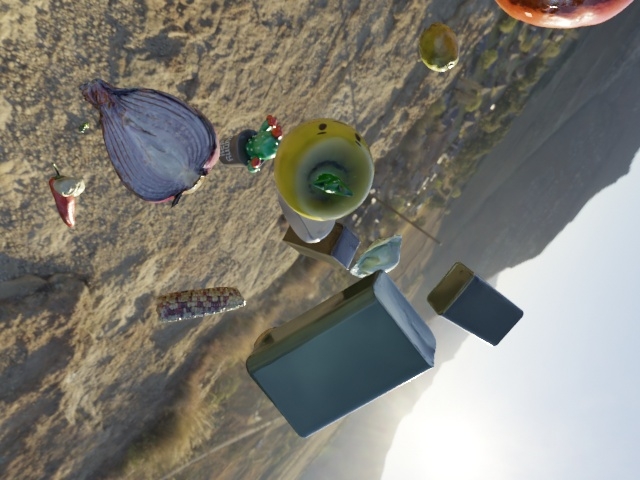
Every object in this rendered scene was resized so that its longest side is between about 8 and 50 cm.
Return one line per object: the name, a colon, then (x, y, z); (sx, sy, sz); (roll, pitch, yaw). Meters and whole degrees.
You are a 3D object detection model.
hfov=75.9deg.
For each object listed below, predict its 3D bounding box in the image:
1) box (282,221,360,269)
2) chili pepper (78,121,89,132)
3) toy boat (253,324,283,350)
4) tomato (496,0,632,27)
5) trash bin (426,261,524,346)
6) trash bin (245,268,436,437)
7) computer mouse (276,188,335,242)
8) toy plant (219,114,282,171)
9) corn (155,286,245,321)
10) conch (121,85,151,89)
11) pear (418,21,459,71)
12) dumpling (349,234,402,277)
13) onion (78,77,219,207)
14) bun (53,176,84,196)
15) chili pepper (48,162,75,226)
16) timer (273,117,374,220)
box: (0.001, -0.002, 1.722); (0.184, 0.274, 0.143); (42, 70, -54)
chili pepper: (-0.787, -0.379, 1.368); (0.027, 0.083, 0.022); (-34, 119, 8)
toy boat: (-0.153, 0.364, 1.448); (0.189, 0.061, 0.115); (-15, 123, -13)
tomato: (0.530, -0.617, 0.849); (0.273, 0.342, 0.341); (-37, 154, -33)
trash bin: (0.487, 0.201, 1.282); (0.164, 0.241, 0.122); (-55, -163, 12)
trash bin: (0.044, 0.242, 0.876); (0.344, 0.222, 0.158); (-35, -176, 26)
computer mouse: (-0.056, -0.133, 1.456); (0.184, 0.121, 0.296); (-45, 124, -20)
toy plant: (-0.319, -0.431, 1.943); (0.279, 0.401, 0.185); (-56, 130, -32)
corn: (-0.348, 0.181, 1.207); (0.254, 0.086, 0.086); (-6, 137, -23)
conch: (-0.533, -0.380, 1.236); (0.185, 0.221, 0.120); (-53, -162, 47)
pear: (0.332, -0.542, 1.155); (0.107, 0.131, 0.107); (-36, 179, -1)
dumpling: (0.188, 0.065, 1.329); (0.153, 0.108, 0.219); (-41, 166, -50)
onion: (-0.429, -0.267, 1.055); (0.267, 0.348, 0.159); (-43, -171, -3)
bun: (-0.767, -0.161, 1.255); (0.086, 0.054, 0.086); (-16, 180, 0)
chili pepper: (-0.868, -0.143, 1.390); (0.071, 0.064, 0.272); (-87, -172, -52)
timer: (0.014, -0.163, 1.027); (0.285, 0.285, 0.285); (-44, 157, -24)
